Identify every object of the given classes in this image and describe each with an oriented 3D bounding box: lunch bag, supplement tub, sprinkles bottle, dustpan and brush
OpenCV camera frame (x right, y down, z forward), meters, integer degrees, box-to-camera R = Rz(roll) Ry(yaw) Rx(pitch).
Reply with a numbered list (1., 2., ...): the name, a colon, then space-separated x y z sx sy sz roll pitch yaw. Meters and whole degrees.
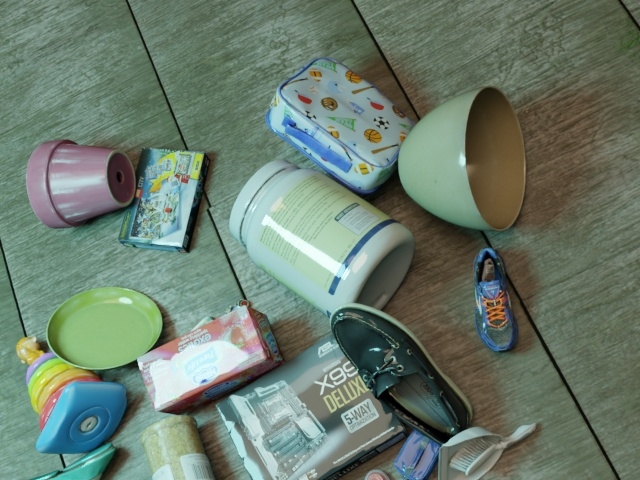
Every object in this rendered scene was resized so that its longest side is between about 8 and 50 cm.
1. lunch bag: 0.183 0.412 1.712 0.067 0.065 0.098 26 77 22
2. supplement tub: 0.000 0.000 1.824 0.324 0.235 0.235 35 81 23
3. sprinkles bottle: -0.243 0.518 1.735 0.121 0.121 0.355 -26 61 3
4. lunch bag: 0.038 -0.242 1.893 0.303 0.115 0.243 36 46 6
5. dustpan and brush: 0.314 0.385 1.677 0.211 0.147 0.060 -31 45 -28

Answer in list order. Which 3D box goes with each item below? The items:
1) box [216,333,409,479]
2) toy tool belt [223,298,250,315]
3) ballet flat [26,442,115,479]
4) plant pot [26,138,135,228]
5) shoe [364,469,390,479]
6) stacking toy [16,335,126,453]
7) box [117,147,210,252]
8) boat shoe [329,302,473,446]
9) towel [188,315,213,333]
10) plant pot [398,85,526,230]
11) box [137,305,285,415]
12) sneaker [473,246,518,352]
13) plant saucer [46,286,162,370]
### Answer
1. box: -0.017 0.353 1.778 0.307 0.076 0.242 -31 65 1
2. toy tool belt: -0.178 0.158 1.907 0.052 0.051 0.083 23 76 21
3. ballet flat: -0.516 0.500 1.855 0.247 0.083 0.087 -25 90 4
4. plant pot: -0.522 -0.131 2.015 0.180 0.201 0.201 -4 68 19
5. shoe: 0.109 0.514 1.682 0.063 0.081 0.178 -9 68 10
6. stacking toy: -0.561 0.300 1.908 0.302 0.165 0.175 36 103 36
7. box: -0.353 -0.094 2.052 0.159 0.044 0.233 6 71 16
8. boat shoe: 0.143 0.258 1.673 0.127 0.113 0.340 -38 100 28
9. towel: -0.231 0.245 1.903 0.113 0.023 0.152 -43 66 -4
10. plant pot: 0.270 -0.155 1.819 0.190 0.284 0.284 -4 67 36
11. box: -0.217 0.244 1.814 0.256 0.128 0.123 -26 70 8
12. sneaker: 0.336 0.113 1.778 0.083 0.087 0.221 -13 67 10
13. plant saucer: -0.457 0.193 1.920 0.240 0.037 0.241 2 41 -2
